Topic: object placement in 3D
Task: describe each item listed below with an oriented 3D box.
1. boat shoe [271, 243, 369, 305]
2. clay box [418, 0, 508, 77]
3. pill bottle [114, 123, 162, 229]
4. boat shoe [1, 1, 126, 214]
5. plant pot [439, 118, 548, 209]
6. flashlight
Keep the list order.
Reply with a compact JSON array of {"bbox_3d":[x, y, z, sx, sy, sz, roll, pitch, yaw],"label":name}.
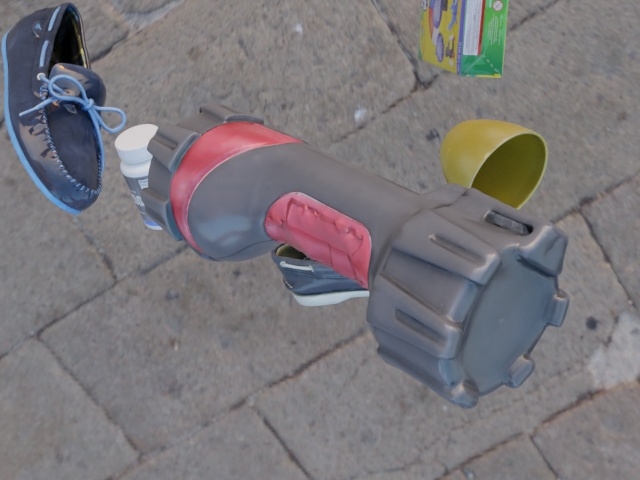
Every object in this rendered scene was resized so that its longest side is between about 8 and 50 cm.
[{"bbox_3d":[0.060,0.007,1.128,0.254,0.095,0.079,-11,127,35],"label":"boat shoe"},{"bbox_3d":[0.155,-0.261,1.149,0.053,0.222,0.128,0,105,-9],"label":"clay box"},{"bbox_3d":[-0.236,-0.090,1.426,0.078,0.078,0.137,-14,126,5],"label":"pill bottle"},{"bbox_3d":[-0.261,-0.147,1.004,0.089,0.258,0.109,-32,151,15],"label":"boat shoe"},{"bbox_3d":[0.208,-0.101,1.285,0.134,0.095,0.134,-23,136,-25],"label":"plant pot"},{"bbox_3d":[0.000,0.000,0.582,0.103,0.304,0.103,-26,123,-23],"label":"flashlight"}]
